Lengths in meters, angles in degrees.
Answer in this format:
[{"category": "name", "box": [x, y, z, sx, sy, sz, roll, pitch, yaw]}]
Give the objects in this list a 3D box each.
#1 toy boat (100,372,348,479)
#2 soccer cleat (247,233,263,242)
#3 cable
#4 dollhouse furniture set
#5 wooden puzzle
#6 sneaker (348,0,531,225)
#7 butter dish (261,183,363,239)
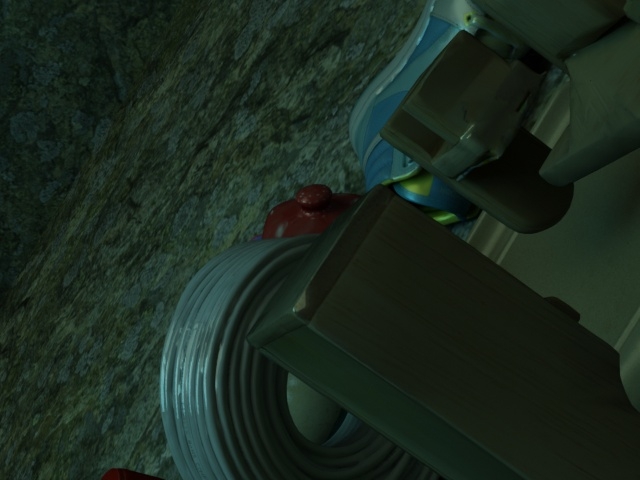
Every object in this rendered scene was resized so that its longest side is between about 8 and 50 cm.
[{"category": "toy boat", "box": [-0.092, 0.197, 1.001, 0.318, 0.148, 0.267, -49, 34, 13]}, {"category": "soccer cleat", "box": [-0.095, 0.112, 1.147, 0.095, 0.083, 0.248, 18, 76, 34]}, {"category": "cable", "box": [-0.005, 0.120, 0.756, 0.089, 0.257, 0.257, -13, 48, 52]}, {"category": "dollhouse furniture set", "box": [0.184, -0.041, 0.503, 0.394, 0.256, 0.362, -55, 4, -15]}, {"category": "wooden puzzle", "box": [0.215, -0.002, 0.716, 0.221, 0.044, 0.239, -60, 31, 6]}, {"category": "sneaker", "box": [0.143, -0.136, 0.872, 0.319, 0.127, 0.208, -56, 24, 36]}, {"category": "butter dish", "box": [0.000, 0.000, 0.926, 0.160, 0.160, 0.118, -86, -9, -57]}]
